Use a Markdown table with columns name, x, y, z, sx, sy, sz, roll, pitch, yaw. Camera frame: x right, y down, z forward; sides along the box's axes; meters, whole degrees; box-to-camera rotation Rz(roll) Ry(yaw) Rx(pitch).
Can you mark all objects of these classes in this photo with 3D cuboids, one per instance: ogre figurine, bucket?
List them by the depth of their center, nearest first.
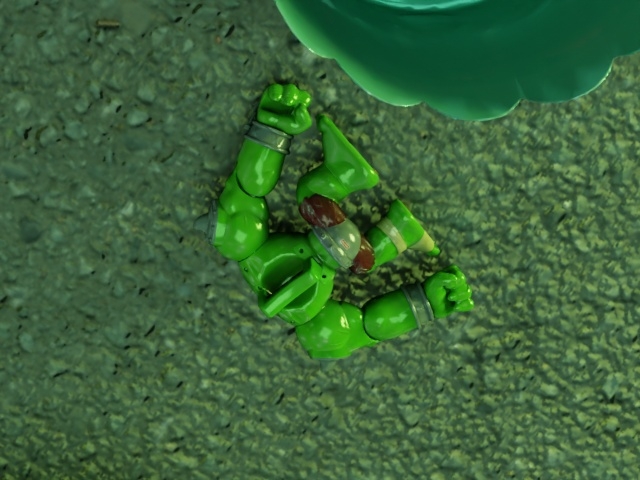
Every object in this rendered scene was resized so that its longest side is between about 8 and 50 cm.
| name | x | y | z | sx | sy | sz | roll | pitch | yaw |
| --- | --- | --- | --- | --- | --- | --- | --- | --- | --- |
| bucket | 0.079 | -0.226 | 0.942 | 0.281 | 0.183 | 0.281 | -2 | 114 | -4 |
| ogre figurine | 0.000 | 0.000 | 1.083 | 0.118 | 0.097 | 0.197 | -41 | 122 | 0 |
